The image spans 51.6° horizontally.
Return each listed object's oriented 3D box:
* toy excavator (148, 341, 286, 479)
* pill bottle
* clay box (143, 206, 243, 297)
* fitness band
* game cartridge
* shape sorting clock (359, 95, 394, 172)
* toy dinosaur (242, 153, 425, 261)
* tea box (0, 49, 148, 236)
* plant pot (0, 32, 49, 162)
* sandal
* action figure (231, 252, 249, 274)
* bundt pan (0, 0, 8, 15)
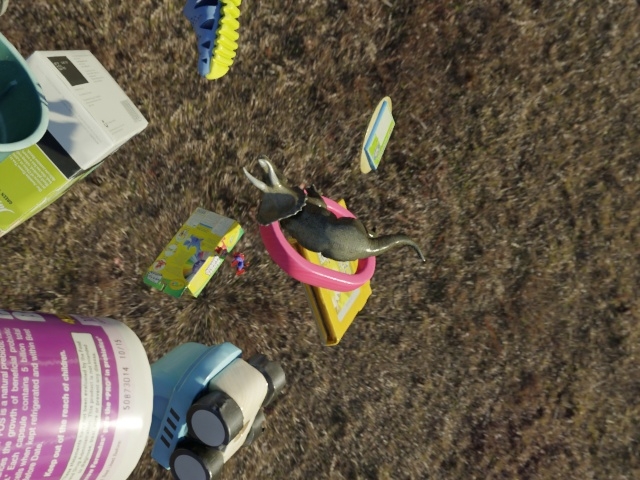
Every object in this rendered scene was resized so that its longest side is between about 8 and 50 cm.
[{"bbox_3d":[-0.355,0.351,1.473,0.445,0.222,0.433,33,121,15],"label":"toy excavator"},{"bbox_3d":[-0.306,0.135,0.538,0.301,0.169,0.169,13,81,-47],"label":"pill bottle"},{"bbox_3d":[-0.290,0.035,1.509,0.127,0.053,0.222,19,64,32],"label":"clay box"},{"bbox_3d":[0.000,0.000,1.387,0.290,0.054,0.209,18,48,-38],"label":"fitness band"},{"bbox_3d":[0.037,0.070,1.704,0.052,0.323,0.286,-12,106,26],"label":"game cartridge"},{"bbox_3d":[0.143,-0.277,1.739,0.040,0.206,0.206,19,81,20],"label":"shape sorting clock"},{"bbox_3d":[0.012,-0.014,1.067,0.313,0.160,0.121,34,106,3],"label":"toy dinosaur"},{"bbox_3d":[-0.575,-0.210,1.370,0.323,0.329,0.220,-35,105,8],"label":"tea box"},{"bbox_3d":[-0.653,-0.169,0.981,0.334,0.341,0.341,-37,92,20],"label":"plant pot"},{"bbox_3d":[-0.271,-0.551,1.619,0.138,0.126,0.318,5,85,6],"label":"sandal"},{"bbox_3d":[-0.179,0.046,1.466,0.030,0.115,0.038,-35,103,1],"label":"action figure"},{"bbox_3d":[-0.460,-0.336,0.633,0.330,0.331,0.124,36,53,-5],"label":"bundt pan"}]
